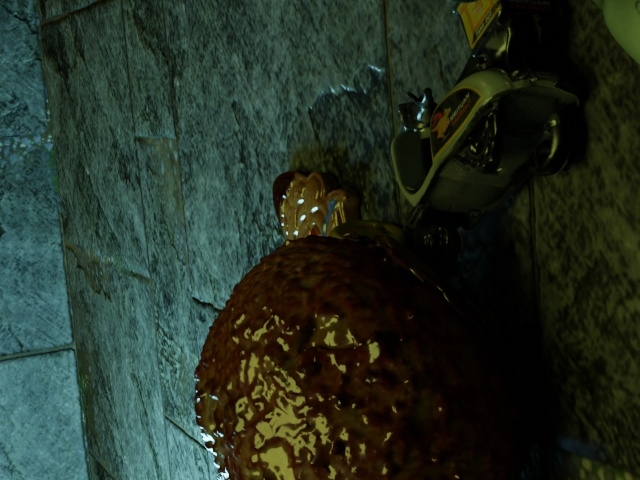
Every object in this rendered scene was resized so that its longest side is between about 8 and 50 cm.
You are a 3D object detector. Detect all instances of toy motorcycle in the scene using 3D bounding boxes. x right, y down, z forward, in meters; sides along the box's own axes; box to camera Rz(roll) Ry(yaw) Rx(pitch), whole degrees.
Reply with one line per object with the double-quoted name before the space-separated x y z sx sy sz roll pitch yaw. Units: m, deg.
"toy motorcycle" 0.121 -0.085 0.993 0.263 0.091 0.157 122 143 -54

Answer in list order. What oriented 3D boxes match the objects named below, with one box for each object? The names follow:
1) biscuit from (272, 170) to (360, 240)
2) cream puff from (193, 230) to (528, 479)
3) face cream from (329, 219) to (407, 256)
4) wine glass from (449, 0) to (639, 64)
"biscuit" 0.000 0.000 1.379 0.280 0.043 0.183 51 139 46
"cream puff" 0.018 0.165 1.065 0.350 0.228 0.350 37 149 27
"face cream" 0.045 0.118 1.247 0.078 0.078 0.273 -140 47 -58
"wine glass" 0.209 -0.229 0.720 0.309 0.096 0.264 38 119 48
